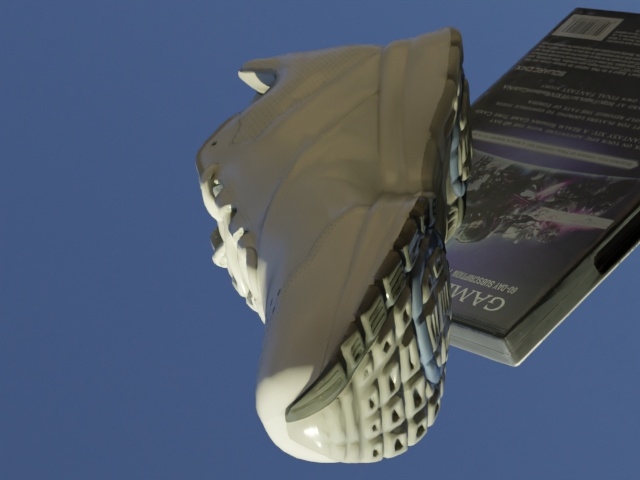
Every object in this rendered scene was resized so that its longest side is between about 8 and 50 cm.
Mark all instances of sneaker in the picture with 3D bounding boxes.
[{"bbox_3d":[0.000,0.000,0.839,0.129,0.111,0.297,0,-149,9],"label":"sneaker"}]

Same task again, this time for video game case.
[{"bbox_3d":[0.135,-0.043,1.064,0.274,0.196,0.026,-43,-58,-21],"label":"video game case"}]
